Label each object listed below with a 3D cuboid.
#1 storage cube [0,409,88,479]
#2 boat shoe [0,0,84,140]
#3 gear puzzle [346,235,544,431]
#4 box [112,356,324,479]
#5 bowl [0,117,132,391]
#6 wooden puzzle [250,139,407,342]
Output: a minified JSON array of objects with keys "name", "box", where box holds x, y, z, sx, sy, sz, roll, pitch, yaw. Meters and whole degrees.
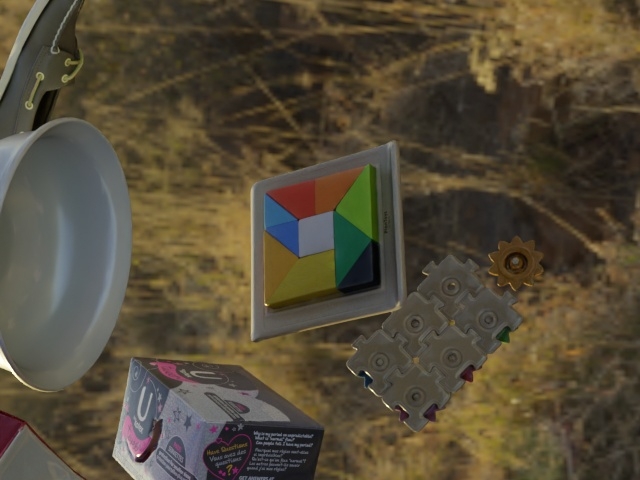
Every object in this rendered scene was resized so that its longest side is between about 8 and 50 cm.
[{"name":"storage cube","box":[-0.350,0.278,1.355,0.193,0.183,0.215,11,59,41]},{"name":"boat shoe","box":[-0.364,-0.228,1.804,0.305,0.091,0.109,-57,6,27]},{"name":"gear puzzle","box":[0.205,0.121,2.081,0.339,0.044,0.175,-46,66,-3]},{"name":"box","box":[-0.131,0.244,1.665,0.247,0.163,0.142,24,104,60]},{"name":"bowl","box":[-0.331,0.010,1.498,0.134,0.298,0.297,6,94,20]},{"name":"wooden puzzle","box":[0.000,0.000,1.703,0.239,0.044,0.220,-17,62,32]}]
